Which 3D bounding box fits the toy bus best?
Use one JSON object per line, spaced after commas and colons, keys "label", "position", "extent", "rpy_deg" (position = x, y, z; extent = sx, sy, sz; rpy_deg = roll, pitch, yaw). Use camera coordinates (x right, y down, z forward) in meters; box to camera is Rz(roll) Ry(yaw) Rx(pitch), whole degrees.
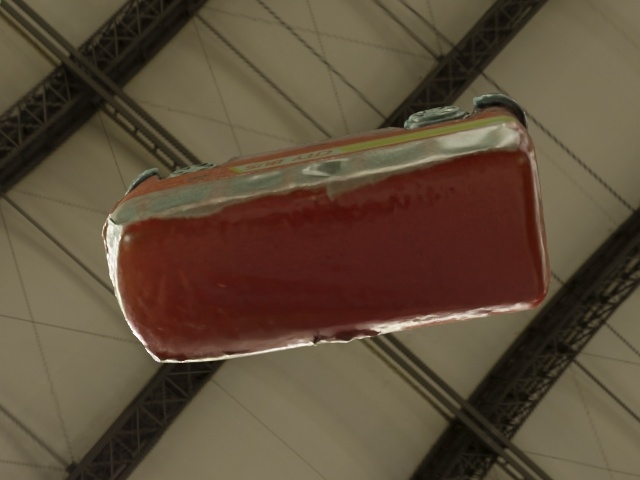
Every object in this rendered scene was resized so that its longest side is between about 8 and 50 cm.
{"label": "toy bus", "position": [0.000, 0.000, 0.450], "extent": [0.265, 0.120, 0.121], "rpy_deg": [-10, -73, 7]}
